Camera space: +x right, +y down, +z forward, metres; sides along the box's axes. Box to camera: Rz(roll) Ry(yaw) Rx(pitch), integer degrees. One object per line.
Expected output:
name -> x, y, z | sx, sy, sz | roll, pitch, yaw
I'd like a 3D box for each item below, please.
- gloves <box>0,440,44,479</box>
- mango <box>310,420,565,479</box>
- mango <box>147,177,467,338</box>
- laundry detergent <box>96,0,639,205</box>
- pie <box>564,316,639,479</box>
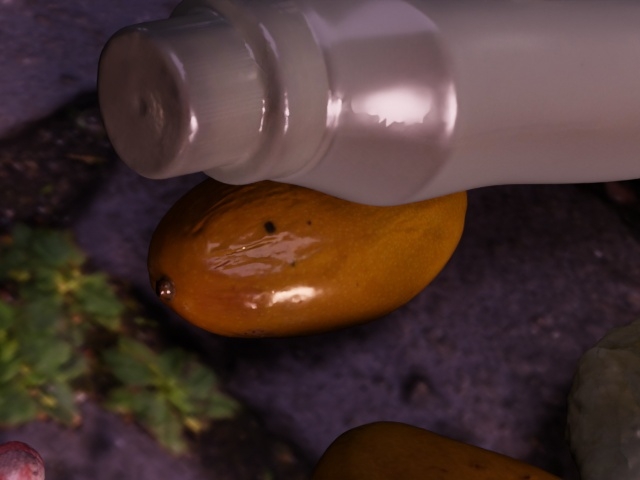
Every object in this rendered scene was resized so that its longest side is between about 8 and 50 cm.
gloves -> -0.159, 0.178, 0.441 | 0.145, 0.126, 0.241 | 12, 48, 27
mango -> 0.064, 0.141, 0.551 | 0.165, 0.089, 0.115 | 25, 48, 9
mango -> 0.000, 0.000, 0.659 | 0.190, 0.075, 0.098 | -15, 59, -34
laundry detergent -> 0.055, -0.109, 0.677 | 0.397, 0.125, 0.264 | -18, 46, -41
pie -> 0.270, 0.118, 0.620 | 0.306, 0.071, 0.306 | 8, 42, -7
